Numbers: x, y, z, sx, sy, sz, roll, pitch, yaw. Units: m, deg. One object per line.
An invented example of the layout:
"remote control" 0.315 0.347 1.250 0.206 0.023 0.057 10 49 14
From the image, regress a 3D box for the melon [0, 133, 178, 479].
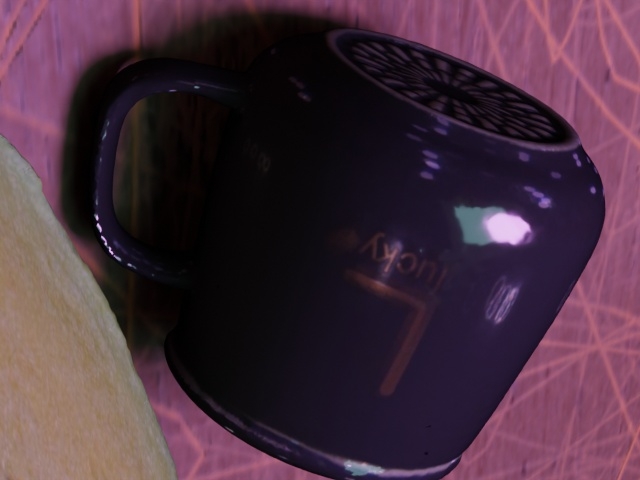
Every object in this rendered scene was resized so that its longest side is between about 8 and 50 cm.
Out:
"melon" -0.171 0.124 0.662 0.331 0.226 0.343 -59 154 -16

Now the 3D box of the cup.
"cup" 0.000 0.000 0.812 0.223 0.169 0.177 17 112 -14
